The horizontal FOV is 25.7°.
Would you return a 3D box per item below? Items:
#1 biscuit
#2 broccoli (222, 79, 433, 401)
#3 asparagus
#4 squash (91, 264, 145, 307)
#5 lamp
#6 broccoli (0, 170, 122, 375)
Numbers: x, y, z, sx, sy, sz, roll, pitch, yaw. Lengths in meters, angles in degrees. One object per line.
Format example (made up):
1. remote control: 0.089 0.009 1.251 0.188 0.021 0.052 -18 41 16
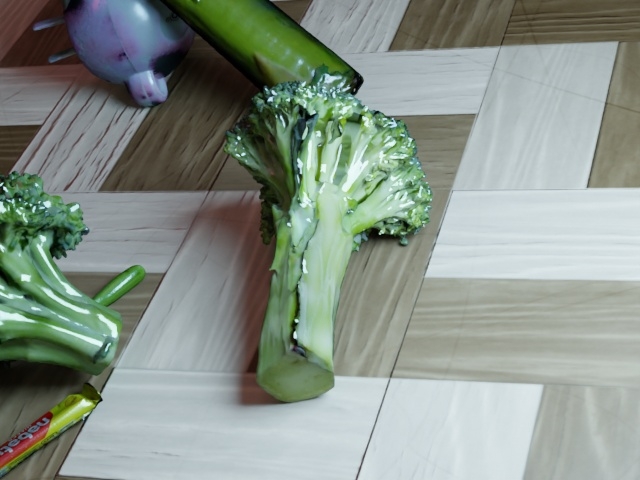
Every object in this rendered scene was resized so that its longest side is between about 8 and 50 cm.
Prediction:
1. biscuit: -0.358 0.246 1.517 0.292 0.026 0.048 -35 22 -25
2. broccoli: 0.004 0.011 1.596 0.221 0.252 0.362 -6 72 18
3. asparagus: -0.112 -0.296 1.919 0.108 0.382 0.128 -50 -5 7
4. squash: -0.250 0.059 1.720 0.027 0.027 0.089 22 52 39
5. lamp: -0.301 -0.353 2.113 0.247 0.247 0.301 -13 29 10
6. broccoli: -0.369 0.065 1.578 0.259 0.288 0.235 11 28 -39
